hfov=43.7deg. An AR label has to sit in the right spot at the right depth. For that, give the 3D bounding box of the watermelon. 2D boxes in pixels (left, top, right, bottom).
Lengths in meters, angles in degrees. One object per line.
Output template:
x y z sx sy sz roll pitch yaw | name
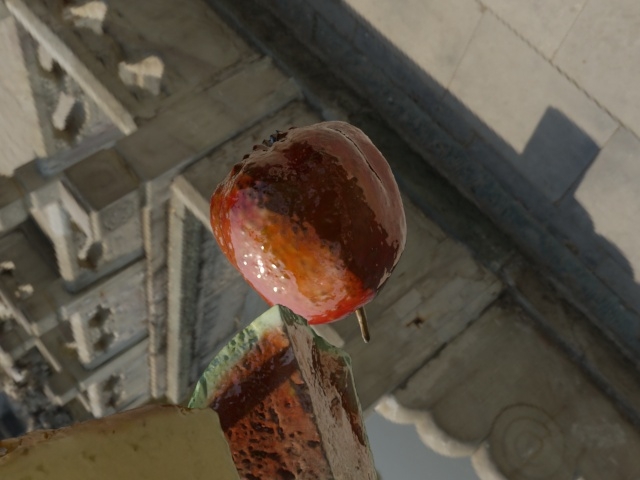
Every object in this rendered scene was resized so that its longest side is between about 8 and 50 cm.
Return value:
-0.036 0.211 0.924 0.176 0.255 0.260 -25 73 56 | watermelon

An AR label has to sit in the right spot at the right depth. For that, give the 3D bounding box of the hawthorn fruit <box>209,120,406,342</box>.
0.000 0.000 1.126 0.287 0.287 0.330 -8 111 61 | hawthorn fruit

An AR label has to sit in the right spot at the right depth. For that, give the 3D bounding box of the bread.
-0.229 0.274 0.638 0.279 0.279 0.207 -30 73 31 | bread
